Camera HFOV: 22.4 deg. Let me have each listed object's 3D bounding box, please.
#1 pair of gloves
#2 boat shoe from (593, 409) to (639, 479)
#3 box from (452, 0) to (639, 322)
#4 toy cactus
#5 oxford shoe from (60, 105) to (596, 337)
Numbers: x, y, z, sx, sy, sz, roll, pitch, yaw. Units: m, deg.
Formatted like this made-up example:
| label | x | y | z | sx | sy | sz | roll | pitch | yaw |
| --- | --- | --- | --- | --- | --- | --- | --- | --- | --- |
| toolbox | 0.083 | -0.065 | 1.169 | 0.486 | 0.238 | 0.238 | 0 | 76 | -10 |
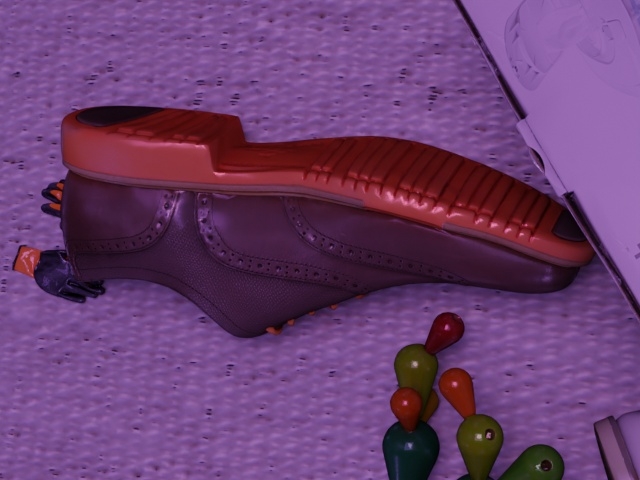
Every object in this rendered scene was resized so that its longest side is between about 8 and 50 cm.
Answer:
| label | x | y | z | sx | sy | sz | roll | pitch | yaw |
| --- | --- | --- | --- | --- | --- | --- | --- | --- | --- |
| pair of gloves | -0.178 | 0.000 | 1.157 | 0.074 | 0.010 | 0.083 | 20 | 88 | 15 |
| boat shoe | 0.267 | 0.230 | 0.976 | 0.103 | 0.113 | 0.302 | -27 | 87 | 7 |
| box | 0.202 | -0.045 | 0.941 | 0.127 | 0.231 | 0.262 | -30 | 66 | 10 |
| toy cactus | 0.083 | 0.174 | 1.040 | 0.180 | 0.112 | 0.219 | -36 | 78 | 25 |
| oxford shoe | 0.000 | 0.000 | 1.077 | 0.364 | 0.130 | 0.132 | 11 | 107 | 16 |
